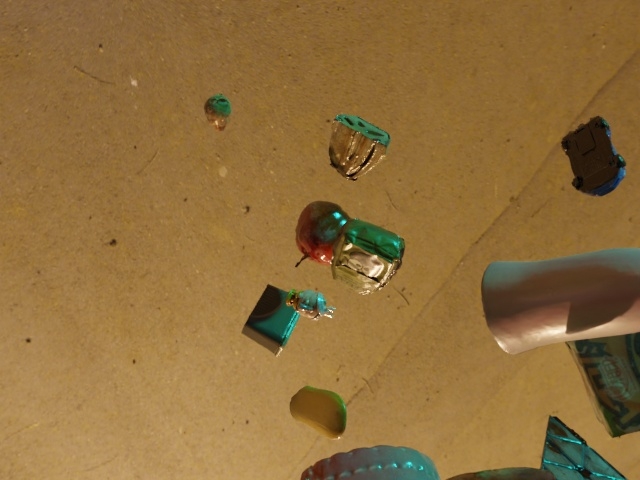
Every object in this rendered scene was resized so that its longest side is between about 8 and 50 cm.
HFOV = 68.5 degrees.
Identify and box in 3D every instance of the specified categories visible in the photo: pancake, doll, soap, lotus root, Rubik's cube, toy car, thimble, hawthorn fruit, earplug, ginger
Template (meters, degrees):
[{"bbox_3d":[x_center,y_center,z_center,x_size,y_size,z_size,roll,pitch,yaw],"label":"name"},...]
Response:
[{"bbox_3d":[0.189,0.275,0.514,0.139,0.022,0.140,-2,138,-2],"label":"pancake"},{"bbox_3d":[-0.026,0.164,1.184,0.084,0.127,0.073,-4,109,-66],"label":"doll"},{"bbox_3d":[-0.004,0.340,0.949,0.033,0.168,0.089,13,83,-36],"label":"soap"},{"bbox_3d":[0.084,-0.215,1.100,0.070,0.143,0.144,-48,171,-43],"label":"lotus root"},{"bbox_3d":[0.359,0.390,0.715,0.211,0.190,0.178,20,113,-1],"label":"Rubik's cube"},{"bbox_3d":[0.588,-0.175,1.006,0.063,0.216,0.103,29,137,-25],"label":"toy car"},{"bbox_3d":[0.071,0.356,0.600,0.189,0.125,0.163,-5,127,-1],"label":"thimble"},{"bbox_3d":[0.000,0.000,1.698,0.272,0.241,0.242,-55,129,-19],"label":"hawthorn fruit"},{"bbox_3d":[0.441,0.086,0.763,0.172,0.173,0.301,27,149,-33],"label":"earplug"},{"bbox_3d":[-0.303,-0.380,1.385,0.080,0.204,0.105,0,108,-14],"label":"ginger"}]

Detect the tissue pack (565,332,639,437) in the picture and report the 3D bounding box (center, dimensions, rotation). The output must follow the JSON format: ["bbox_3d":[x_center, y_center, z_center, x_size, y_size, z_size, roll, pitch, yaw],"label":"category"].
[{"bbox_3d":[0.654,0.215,0.895,0.310,0.228,0.128,-23,170,15],"label":"tissue pack"}]

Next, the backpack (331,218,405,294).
[{"bbox_3d":[0.132,0.052,1.399,0.206,0.140,0.253,25,140,5],"label":"backpack"}]

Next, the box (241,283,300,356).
[{"bbox_3d":[-0.178,0.298,1.860,0.178,0.274,0.138,28,134,-1],"label":"box"}]
